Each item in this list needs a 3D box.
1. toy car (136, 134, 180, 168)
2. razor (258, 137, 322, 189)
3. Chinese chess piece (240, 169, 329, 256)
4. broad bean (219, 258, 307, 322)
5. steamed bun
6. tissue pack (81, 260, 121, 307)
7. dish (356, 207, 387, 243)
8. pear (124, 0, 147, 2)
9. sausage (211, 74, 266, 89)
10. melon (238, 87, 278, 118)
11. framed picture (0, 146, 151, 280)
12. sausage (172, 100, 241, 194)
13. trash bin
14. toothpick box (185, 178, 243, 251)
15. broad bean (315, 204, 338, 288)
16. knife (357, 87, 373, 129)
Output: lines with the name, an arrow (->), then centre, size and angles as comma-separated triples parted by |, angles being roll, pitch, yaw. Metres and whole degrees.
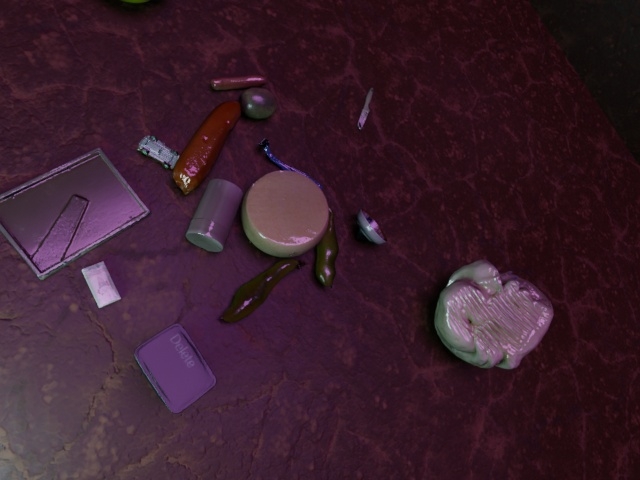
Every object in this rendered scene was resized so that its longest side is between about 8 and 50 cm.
toy car -> -0.460, -0.251, 1.252 | 0.121, 0.035, 0.059 | 34, 62, -23
razor -> -0.098, -0.237, 1.420 | 0.253, 0.042, 0.082 | 37, 21, -13
Chinese chess piece -> -0.106, -0.080, 1.305 | 0.273, 0.102, 0.274 | 5, 67, -13
broad bean -> -0.158, 0.127, 1.260 | 0.325, 0.067, 0.075 | -38, 101, -28
steamed bun -> 0.556, 0.244, 1.474 | 0.339, 0.247, 0.352 | 39, 85, 3
tissue pack -> -0.554, 0.111, 1.099 | 0.056, 0.023, 0.108 | -26, 87, -30
dish -> 0.150, -0.030, 1.456 | 0.141, 0.078, 0.141 | 47, 17, -19
pear -> -0.559, -0.810, 1.294 | 0.219, 0.187, 0.188 | -16, 82, -23
sausage -> -0.267, -0.517, 1.421 | 0.186, 0.043, 0.043 | -15, 81, -27
melon -> -0.200, -0.442, 1.400 | 0.130, 0.098, 0.098 | -9, 78, -29
framed picture -> -0.639, -0.079, 1.119 | 0.315, 0.024, 0.232 | -39, 93, -31
sausage -> -0.333, -0.291, 1.289 | 0.094, 0.097, 0.349 | 33, 62, -22
trash bin -> -0.351, 0.300, 1.021 | 0.115, 0.225, 0.165 | -34, 90, -30
toothpick box -> -0.298, -0.071, 1.230 | 0.111, 0.111, 0.181 | 24, 64, -18
broad bean -> 0.010, -0.001, 1.390 | 0.098, 0.056, 0.318 | -2, 71, -25
knife -> 0.173, -0.500, 1.647 | 0.030, 0.014, 0.207 | 26, 66, -16
